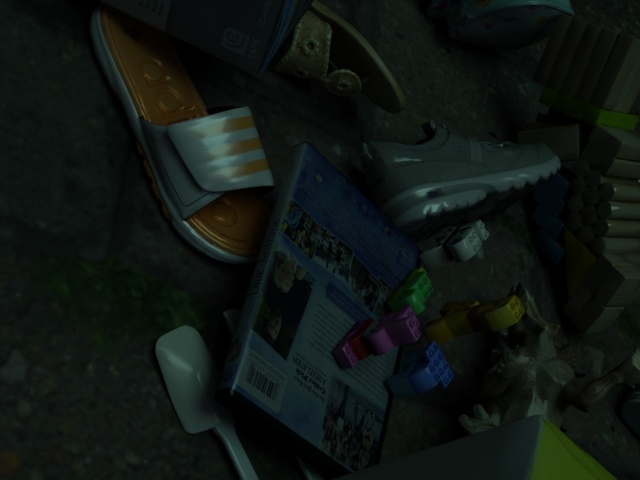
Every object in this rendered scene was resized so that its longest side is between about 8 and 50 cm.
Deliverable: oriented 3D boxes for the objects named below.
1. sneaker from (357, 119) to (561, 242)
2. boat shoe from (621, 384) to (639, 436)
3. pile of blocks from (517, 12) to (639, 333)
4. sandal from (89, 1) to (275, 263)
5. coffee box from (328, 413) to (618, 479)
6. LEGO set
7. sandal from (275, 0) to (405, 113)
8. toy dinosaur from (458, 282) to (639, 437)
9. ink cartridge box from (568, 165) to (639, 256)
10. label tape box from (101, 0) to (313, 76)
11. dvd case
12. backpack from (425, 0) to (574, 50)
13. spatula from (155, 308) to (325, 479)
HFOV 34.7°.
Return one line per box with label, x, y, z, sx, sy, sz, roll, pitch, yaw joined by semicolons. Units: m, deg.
sneaker;0.153;-0.083;1.075;0.281;0.105;0.115;-14;72;-48
boat shoe;0.424;0.224;1.178;0.183;0.065;0.083;50;46;-8
pile of blocks;0.320;-0.076;1.186;0.113;0.149;0.362;2;90;-43
sandal;-0.109;-0.103;0.869;0.102;0.076;0.265;-29;88;-46
coffee box;0.083;0.362;0.599;0.338;0.334;0.337;42;48;-17
LEGO set;0.118;0.063;0.909;0.087;0.093;0.227;60;40;-13
sandal;-0.022;-0.201;1.021;0.079;0.088;0.240;-37;87;-15
toy dinosaur;0.183;0.177;0.957;0.127;0.200;0.295;31;71;5
ink cartridge box;0.429;-0.048;1.311;0.218;0.092;0.158;-13;77;-47
label tape box;-0.147;-0.321;0.909;0.348;0.115;0.249;25;48;3
dvd case;0.009;0.065;0.874;0.180;0.022;0.253;42;48;-34
backpack;0.229;-0.313;1.205;0.166;0.188;0.144;4;65;-41
spatula;-0.027;0.163;0.846;0.168;0.019;0.242;-24;89;-47
